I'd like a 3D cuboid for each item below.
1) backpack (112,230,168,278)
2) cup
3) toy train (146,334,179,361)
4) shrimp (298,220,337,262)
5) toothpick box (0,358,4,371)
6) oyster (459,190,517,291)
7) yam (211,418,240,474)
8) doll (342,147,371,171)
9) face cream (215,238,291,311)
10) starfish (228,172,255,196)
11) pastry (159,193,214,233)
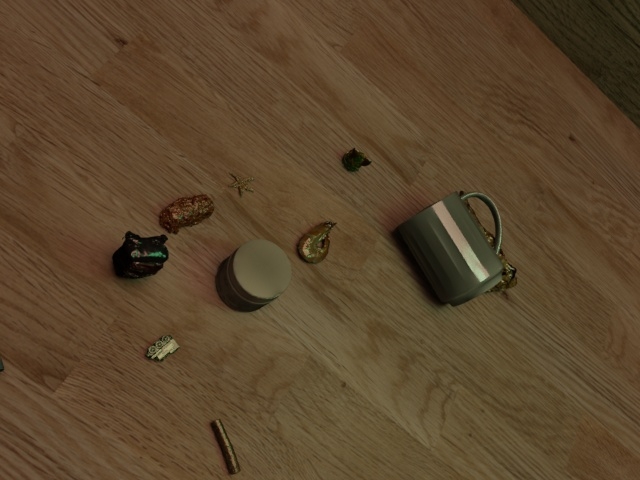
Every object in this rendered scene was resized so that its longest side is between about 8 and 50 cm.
[{"bbox_3d":[-0.469,0.049,1.649,0.120,0.165,0.105,1,64,-33],"label":"backpack"},{"bbox_3d":[0.470,0.011,2.117,0.323,0.237,0.326,-32,86,-1],"label":"cup"},{"bbox_3d":[-0.415,0.285,1.670,0.053,0.033,0.083,52,56,-7],"label":"toy train"},{"bbox_3d":[0.000,0.000,2.004,0.099,0.041,0.180,47,56,-7],"label":"shrimp"},{"bbox_3d":[-0.787,0.235,1.442,0.101,0.101,0.153,-16,80,-32],"label":"toothpick box"},{"bbox_3d":[0.558,0.029,2.266,0.204,0.111,0.396,-40,97,-31],"label":"oyster"},{"bbox_3d":[-0.247,0.539,1.668,0.032,0.032,0.145,-19,82,-33],"label":"yam"},{"bbox_3d":[0.116,-0.265,2.135,0.078,0.113,0.076,37,94,-13],"label":"doll"},{"bbox_3d":[-0.191,0.102,1.794,0.178,0.153,0.177,12,65,-26],"label":"face cream"},{"bbox_3d":[-0.241,-0.179,1.954,0.092,0.016,0.086,-28,88,-28],"label":"starfish"},{"bbox_3d":[-0.376,-0.085,1.814,0.169,0.063,0.087,-30,90,-35],"label":"pastry"}]
